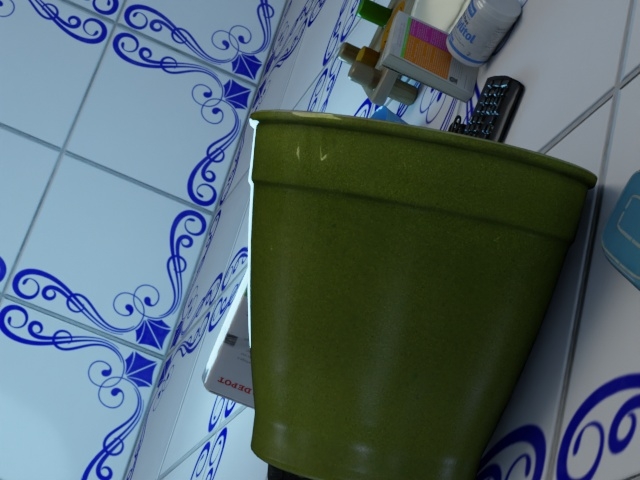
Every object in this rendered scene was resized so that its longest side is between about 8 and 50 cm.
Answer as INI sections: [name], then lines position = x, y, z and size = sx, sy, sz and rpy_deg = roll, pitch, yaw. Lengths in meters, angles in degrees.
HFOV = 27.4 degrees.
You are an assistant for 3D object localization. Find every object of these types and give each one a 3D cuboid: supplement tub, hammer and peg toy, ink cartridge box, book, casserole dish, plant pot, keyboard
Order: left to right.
[ink cartridge box]
position = -0.087, 0.170, 2.204
size = 0.219, 0.160, 0.092
rpy_deg = -66, 11, 3
[plant pot]
position = 0.074, 0.075, 1.368
size = 0.366, 0.367, 0.353
rpy_deg = -177, 98, -77
[hammer and peg toy]
position = 0.160, -0.424, 2.303
size = 0.361, 0.127, 0.266
rpy_deg = -64, 13, 16
[book]
position = 0.169, -0.277, 1.961
size = 0.035, 0.144, 0.096
rpy_deg = -49, 21, 56
[keyboard]
position = 0.183, -0.080, 1.818
size = 0.317, 0.033, 0.201
rpy_deg = -67, 12, -2
[supplement tub]
position = 0.237, -0.312, 1.912
size = 0.071, 0.071, 0.107
rpy_deg = -80, 17, -45
[casserole dish]
position = 0.302, -0.010, 1.174
size = 0.188, 0.037, 0.114
rpy_deg = -113, 47, -72

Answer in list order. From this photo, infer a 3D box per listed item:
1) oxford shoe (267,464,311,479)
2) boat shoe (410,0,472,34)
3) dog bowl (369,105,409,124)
[oxford shoe]
position = -0.018, 0.281, 1.950
size = 0.096, 0.083, 0.227
rpy_deg = 97, -167, -72
[boat shoe]
position = 0.236, -0.410, 2.049
size = 0.109, 0.091, 0.305
rpy_deg = 41, 115, 38
[dog bowl]
position = 0.076, -0.071, 2.153
size = 0.297, 0.074, 0.166
rpy_deg = -67, 12, -3
